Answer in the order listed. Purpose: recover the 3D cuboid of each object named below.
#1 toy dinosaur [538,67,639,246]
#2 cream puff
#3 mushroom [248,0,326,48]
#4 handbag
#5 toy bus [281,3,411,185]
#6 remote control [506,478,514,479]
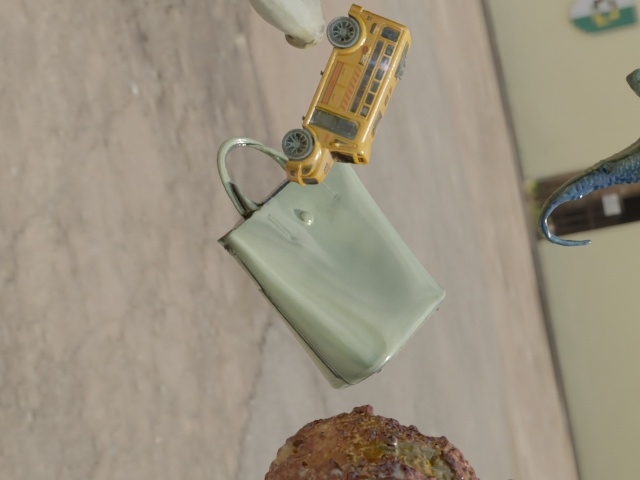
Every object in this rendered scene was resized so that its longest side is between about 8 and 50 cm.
[{"bbox_3d":[0.368,-0.117,1.393,0.076,0.363,0.147,50,22,-74],"label":"toy dinosaur"},{"bbox_3d":[0.046,0.262,1.243,0.164,0.240,0.240,92,-6,-63],"label":"cream puff"},{"bbox_3d":[-0.081,-0.330,1.645,0.351,0.097,0.109,38,32,-57],"label":"mushroom"},{"bbox_3d":[0.000,0.000,1.682,0.315,0.109,0.241,56,44,-9],"label":"handbag"},{"bbox_3d":[0.023,-0.121,1.278,0.069,0.074,0.162,56,56,-80],"label":"toy bus"},{"bbox_3d":[0.222,0.388,1.884,0.022,0.077,0.245,42,-30,27],"label":"remote control"}]
